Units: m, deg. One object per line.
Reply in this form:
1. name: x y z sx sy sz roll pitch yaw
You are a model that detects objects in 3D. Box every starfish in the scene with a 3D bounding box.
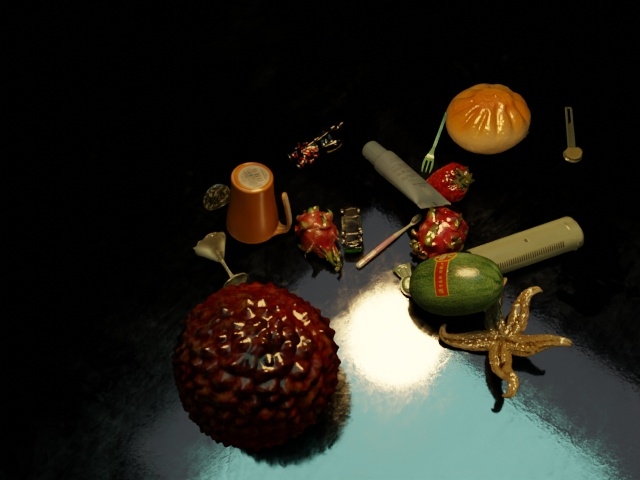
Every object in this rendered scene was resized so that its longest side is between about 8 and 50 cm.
1. starfish: 0.504 0.264 1.378 0.327 0.094 0.375 -14 43 16

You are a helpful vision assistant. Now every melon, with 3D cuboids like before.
1. melon: 0.373 0.126 1.411 0.288 0.182 0.182 -13 54 33

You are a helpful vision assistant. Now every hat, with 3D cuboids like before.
1. hat: -0.378 -0.166 1.790 0.121 0.050 0.121 -4 56 6

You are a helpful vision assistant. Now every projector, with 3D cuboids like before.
1. projector: 0.616 0.027 1.502 0.338 0.108 0.108 -18 59 -3

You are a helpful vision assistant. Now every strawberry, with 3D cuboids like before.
1. strawberry: 0.433 -0.188 1.662 0.131 0.148 0.131 11 68 -27

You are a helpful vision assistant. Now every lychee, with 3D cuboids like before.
1. lychee: -0.186 0.315 1.279 0.500 0.424 0.424 -10 55 31

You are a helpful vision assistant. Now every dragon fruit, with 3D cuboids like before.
1. dragon fruit: 0.366 -0.017 1.539 0.166 0.160 0.172 43 70 -17
2. dragon fruit: -0.003 0.000 1.599 0.137 0.135 0.235 -15 76 -8

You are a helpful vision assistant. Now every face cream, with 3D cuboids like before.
1. face cream: 0.274 -0.221 1.682 0.136 0.086 0.385 -8 41 -32

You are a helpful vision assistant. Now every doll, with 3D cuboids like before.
1. doll: -0.006 -0.357 1.839 0.249 0.088 0.127 -41 83 -6

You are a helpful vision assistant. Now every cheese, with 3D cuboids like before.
1. cheese: 0.276 0.126 1.537 0.067 0.026 0.120 -19 59 -5

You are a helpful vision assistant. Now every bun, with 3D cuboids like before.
1. bun: 0.604 -0.456 1.760 0.299 0.164 0.298 -3 61 6

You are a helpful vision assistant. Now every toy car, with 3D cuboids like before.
1. toy car: 0.104 -0.037 1.637 0.071 0.062 0.165 -4 59 4

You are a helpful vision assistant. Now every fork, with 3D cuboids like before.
1. fork: 0.411 -0.355 1.760 0.039 0.021 0.235 18 85 15

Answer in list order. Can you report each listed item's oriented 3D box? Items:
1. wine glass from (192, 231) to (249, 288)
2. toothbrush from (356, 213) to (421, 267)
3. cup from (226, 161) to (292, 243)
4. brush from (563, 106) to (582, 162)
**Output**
1. wine glass: -0.319 0.075 1.607 0.122 0.122 0.183 -31 66 -11
2. toothbrush: 0.227 -0.001 1.621 0.286 0.025 0.020 -38 61 -14
3. cup: -0.202 -0.117 1.626 0.226 0.264 0.182 15 54 3
4. brush: 0.891 -0.386 1.757 0.062 0.027 0.266 5 60 10
